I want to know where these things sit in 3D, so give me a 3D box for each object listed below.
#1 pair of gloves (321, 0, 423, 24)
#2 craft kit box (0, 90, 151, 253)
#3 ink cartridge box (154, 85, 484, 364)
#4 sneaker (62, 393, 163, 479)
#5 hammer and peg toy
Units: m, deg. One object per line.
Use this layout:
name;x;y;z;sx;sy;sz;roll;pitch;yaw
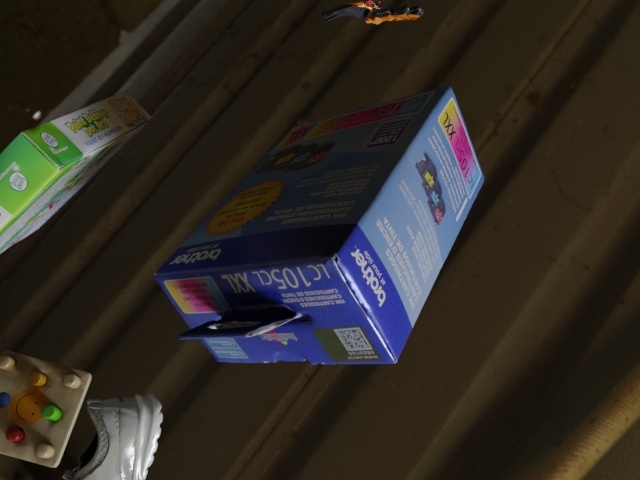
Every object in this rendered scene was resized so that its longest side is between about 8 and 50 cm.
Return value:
pair of gloves;0.047;-0.205;0.594;0.074;0.083;0.010;14;-73;55
craft kit box;-0.339;-0.059;0.770;0.250;0.061;0.247;-38;-165;19
ink cartridge box;0.000;0.000;0.768;0.270;0.151;0.395;-8;-145;38
sneaker;-0.312;0.353;0.934;0.105;0.115;0.281;-4;-106;66
hammer and peg toy;-0.784;0.485;1.700;0.266;0.127;0.361;15;-111;3
